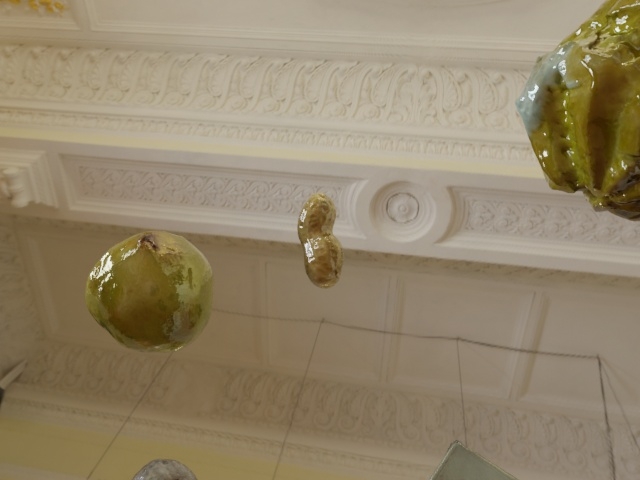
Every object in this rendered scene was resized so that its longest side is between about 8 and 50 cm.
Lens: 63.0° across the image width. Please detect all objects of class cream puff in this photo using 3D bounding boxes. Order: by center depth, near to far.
[{"bbox_3d":[0.485,-0.174,0.751,0.379,0.275,0.378,9,-29,5],"label":"cream puff"}]

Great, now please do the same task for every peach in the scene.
[{"bbox_3d":[-0.419,0.138,1.346,0.281,0.314,0.315,39,-71,37],"label":"peach"}]

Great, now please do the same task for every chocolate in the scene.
[{"bbox_3d":[-0.201,0.374,0.729,0.248,0.110,0.110,-9,-61,52],"label":"chocolate"}]

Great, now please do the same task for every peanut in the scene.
[{"bbox_3d":[0.000,0.000,1.242,0.103,0.098,0.229,-13,-99,12],"label":"peanut"}]

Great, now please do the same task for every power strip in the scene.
[{"bbox_3d":[0.296,0.520,0.989,0.213,0.198,0.064,31,-24,28],"label":"power strip"}]
